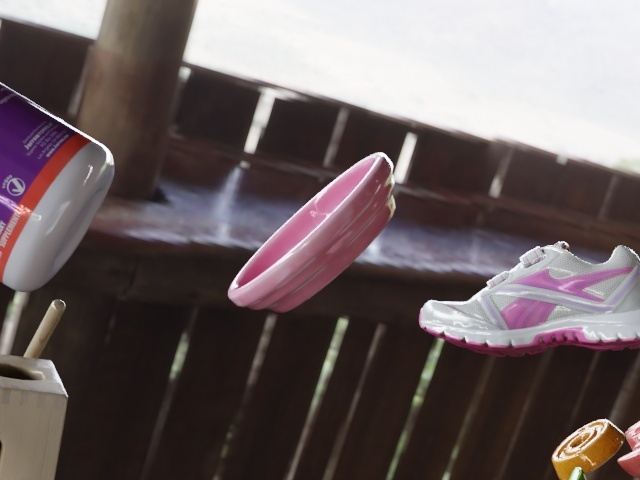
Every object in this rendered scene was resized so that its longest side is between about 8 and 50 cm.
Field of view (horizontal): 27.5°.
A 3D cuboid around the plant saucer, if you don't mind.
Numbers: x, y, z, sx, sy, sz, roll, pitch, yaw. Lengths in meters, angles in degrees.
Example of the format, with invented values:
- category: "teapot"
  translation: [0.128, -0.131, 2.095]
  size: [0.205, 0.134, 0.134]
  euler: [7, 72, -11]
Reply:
- category: "plant saucer"
  translation: [0.000, 0.000, 2.055]
  size: [0.084, 0.332, 0.332]
  euler: [47, 11, -8]

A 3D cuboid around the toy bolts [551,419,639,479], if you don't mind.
- category: "toy bolts"
  translation: [0.385, 0.315, 1.593]
  size: [0.158, 0.228, 0.218]
  euler: [53, 33, -3]

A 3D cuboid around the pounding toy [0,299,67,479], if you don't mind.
- category: "pounding toy"
  translation: [-0.270, 0.133, 1.075]
  size: [0.094, 0.181, 0.206]
  euler: [9, 5, -18]

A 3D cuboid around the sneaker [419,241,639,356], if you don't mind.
- category: "sneaker"
  translation: [0.228, 0.060, 1.366]
  size: [0.252, 0.111, 0.103]
  euler: [-4, -11, 11]

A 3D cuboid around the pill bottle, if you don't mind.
- category: "pill bottle"
  translation: [-0.393, -0.095, 1.384]
  size: [0.323, 0.182, 0.181]
  euler: [31, 14, 0]
